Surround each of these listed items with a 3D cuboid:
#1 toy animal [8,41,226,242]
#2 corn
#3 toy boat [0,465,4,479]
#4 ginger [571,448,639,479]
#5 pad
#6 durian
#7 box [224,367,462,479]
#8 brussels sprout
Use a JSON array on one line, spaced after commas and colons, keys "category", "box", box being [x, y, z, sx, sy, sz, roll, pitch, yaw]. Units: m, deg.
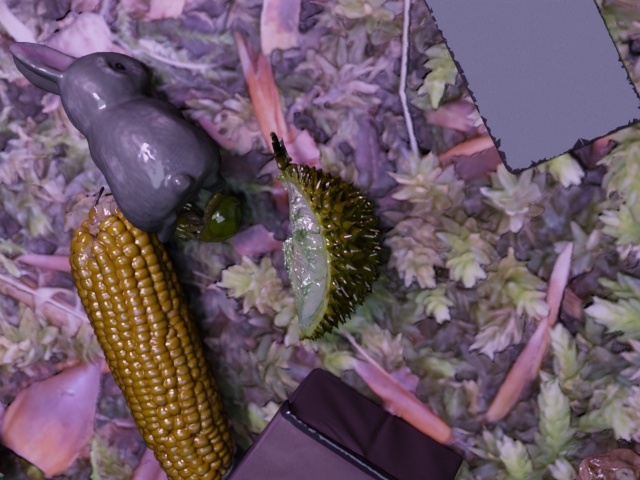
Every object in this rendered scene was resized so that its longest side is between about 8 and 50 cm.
[{"category": "toy animal", "box": [-0.184, -0.118, 1.715, 0.108, 0.138, 0.236, -35, 84, -10]}, {"category": "corn", "box": [-0.166, 0.099, 1.784, 0.101, 0.101, 0.310, -15, 103, 16]}, {"category": "toy boat", "box": [-0.418, 0.156, 1.861, 0.108, 0.099, 0.293, -25, 109, 18]}, {"category": "ginger", "box": [0.285, 0.263, 1.763, 0.213, 0.074, 0.137, -25, 101, 24]}, {"category": "pad", "box": [0.190, -0.177, 1.671, 0.143, 0.003, 0.211, -23, 102, 18]}, {"category": "durian", "box": [0.000, 0.000, 1.733, 0.100, 0.086, 0.215, 4, 111, 25]}, {"category": "box", "box": [-0.011, 0.273, 1.783, 0.188, 0.153, 0.252, 34, 112, 1]}, {"category": "brussels sprout", "box": [-0.114, -0.022, 1.768, 0.083, 0.046, 0.051, 0, 112, 22]}]
